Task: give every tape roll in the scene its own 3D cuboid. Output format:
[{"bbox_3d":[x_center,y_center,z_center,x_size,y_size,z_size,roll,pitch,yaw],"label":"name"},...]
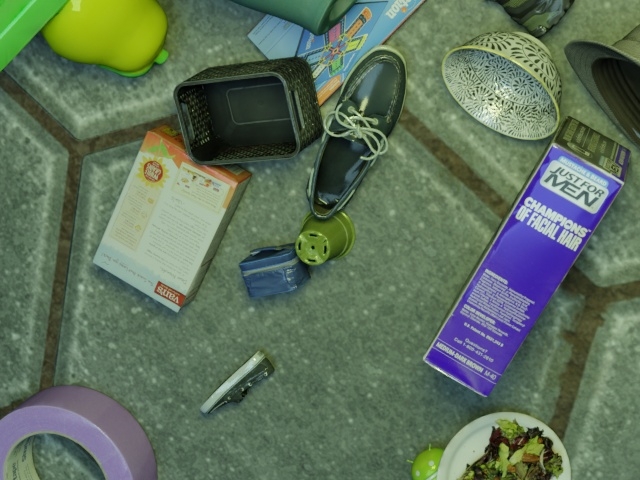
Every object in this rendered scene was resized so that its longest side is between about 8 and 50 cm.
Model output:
[{"bbox_3d":[-0.406,0.377,1.936,0.274,0.090,0.275,5,108,15],"label":"tape roll"}]

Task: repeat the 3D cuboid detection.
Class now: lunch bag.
[{"bbox_3d":[-0.071,0.039,1.742,0.098,0.067,0.065,-12,102,21],"label":"lunch bag"}]

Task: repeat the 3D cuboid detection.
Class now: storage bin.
[{"bbox_3d":[-0.099,-0.179,1.659,0.180,0.084,0.122,-2,112,27],"label":"storage bin"}]

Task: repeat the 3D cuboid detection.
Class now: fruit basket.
[{"bbox_3d":[-0.368,-0.381,1.624,0.283,0.392,0.392,45,117,33],"label":"fruit basket"}]

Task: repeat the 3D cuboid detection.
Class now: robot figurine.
[{"bbox_3d":[0.180,0.354,1.759,0.101,0.067,0.115,-39,93,12],"label":"robot figurine"}]

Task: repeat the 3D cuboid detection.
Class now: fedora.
[{"bbox_3d":[0.441,-0.186,1.454,0.124,0.244,0.275,-46,102,-5],"label":"fedora"}]

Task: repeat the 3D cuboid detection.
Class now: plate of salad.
[{"bbox_3d":[0.265,0.345,1.708,0.199,0.048,0.200,0,93,-7],"label":"plate of salad"}]

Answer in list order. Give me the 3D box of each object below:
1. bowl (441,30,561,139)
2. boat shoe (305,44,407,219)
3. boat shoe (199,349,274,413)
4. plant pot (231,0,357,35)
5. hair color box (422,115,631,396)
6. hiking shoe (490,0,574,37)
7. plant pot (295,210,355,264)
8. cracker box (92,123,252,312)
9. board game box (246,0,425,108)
[{"bbox_3d":[0.250,-0.215,1.545,0.170,0.170,0.080,34,70,5],"label":"bowl"},{"bbox_3d":[0.045,-0.144,1.636,0.095,0.079,0.254,28,114,-5],"label":"boat shoe"},{"bbox_3d":[-0.128,0.225,1.827,0.040,0.049,0.142,46,111,-1],"label":"boat shoe"},{"bbox_3d":[-0.049,-0.398,1.492,0.255,0.271,0.272,38,113,3],"label":"plant pot"},{"bbox_3d":[0.272,0.019,1.567,0.110,0.185,0.339,29,113,7],"label":"hair color box"},{"bbox_3d":[0.297,-0.369,1.496,0.114,0.086,0.227,34,114,1],"label":"hiking shoe"},{"bbox_3d":[0.000,0.000,1.702,0.083,0.079,0.083,5,107,15],"label":"plant pot"},{"bbox_3d":[-0.221,-0.032,1.767,0.155,0.067,0.232,30,111,7],"label":"cracker box"},{"bbox_3d":[0.042,-0.325,1.620,0.145,0.027,0.281,47,113,1],"label":"board game box"}]
